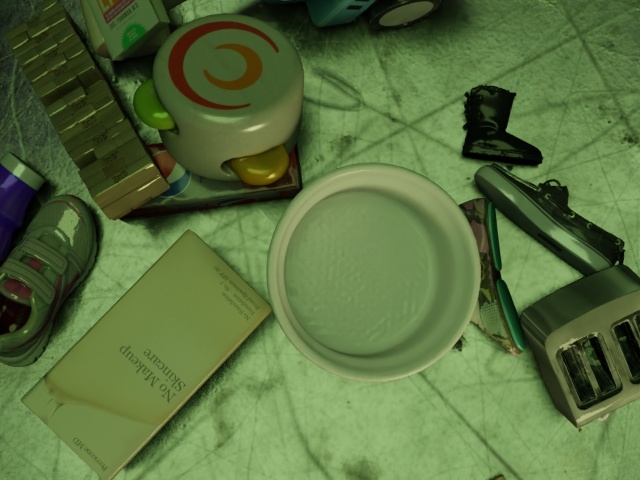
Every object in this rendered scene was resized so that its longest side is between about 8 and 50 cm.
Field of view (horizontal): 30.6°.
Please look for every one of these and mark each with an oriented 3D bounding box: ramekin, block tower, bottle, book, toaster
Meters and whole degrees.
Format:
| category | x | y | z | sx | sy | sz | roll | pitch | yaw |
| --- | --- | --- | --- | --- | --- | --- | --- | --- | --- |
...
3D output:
| category | x | y | z | sx | sy | sz | roll | pitch | yaw |
| --- | --- | --- | --- | --- | --- | --- | --- | --- | --- |
| ramekin | 0.059 | 0.042 | 1.535 | 0.277 | 0.135 | 0.277 | 0 | 88 | -9 |
| block tower | -0.313 | -0.174 | 1.556 | 0.097 | 0.091 | 0.335 | -30 | 60 | -2 |
| bottle | -0.491 | 0.007 | 1.607 | 0.118 | 0.092 | 0.283 | 39 | 87 | 6 |
| book | -0.260 | -0.320 | 1.522 | 0.096 | 0.035 | 0.144 | -31 | 78 | 31 |
| toaster | 0.367 | 0.131 | 1.525 | 0.168 | 0.110 | 0.186 | -25 | 107 | -1 |

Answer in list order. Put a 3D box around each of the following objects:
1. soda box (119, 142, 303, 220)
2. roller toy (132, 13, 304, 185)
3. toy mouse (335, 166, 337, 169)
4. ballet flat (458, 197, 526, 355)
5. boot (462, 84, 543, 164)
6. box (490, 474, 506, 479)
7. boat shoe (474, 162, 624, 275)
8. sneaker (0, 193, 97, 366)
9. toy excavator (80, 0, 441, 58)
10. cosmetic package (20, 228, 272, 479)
| category | x | y | z | sx | sy | sz | roll | pitch | yaw |
| --- | --- | --- | --- | --- | --- | --- | --- | --- | --- |
| soda box | -0.159 | -0.092 | 1.608 | 0.263 | 0.083 | 0.092 | -7 | 82 | 1 |
| roller toy | -0.116 | -0.179 | 1.506 | 0.209 | 0.146 | 0.191 | 20 | 59 | 9 |
| toy mouse | 0.000 | 0.000 | 1.619 | 0.143 | 0.031 | 0.161 | -30 | 84 | -1 |
| ballet flat | 0.219 | 0.054 | 1.591 | 0.079 | 0.077 | 0.222 | -15 | 79 | 19 |
| boot | 0.253 | -0.160 | 1.620 | 0.121 | 0.045 | 0.099 | 9 | 81 | 4 |
| box | 0.222 | 0.443 | 1.572 | 0.164 | 0.021 | 0.201 | -29 | 84 | -1 |
| boat shoe | 0.316 | -0.041 | 1.589 | 0.228 | 0.080 | 0.076 | 38 | 81 | 4 |
| sneaker | -0.385 | 0.054 | 1.589 | 0.102 | 0.111 | 0.252 | 21 | 85 | 4 |
| toy excavator | -0.061 | -0.380 | 1.546 | 0.445 | 0.433 | 0.223 | -11 | 83 | -27 |
| cosmetic package | -0.226 | 0.152 | 1.547 | 0.160 | 0.113 | 0.309 | 42 | 78 | 1 |
